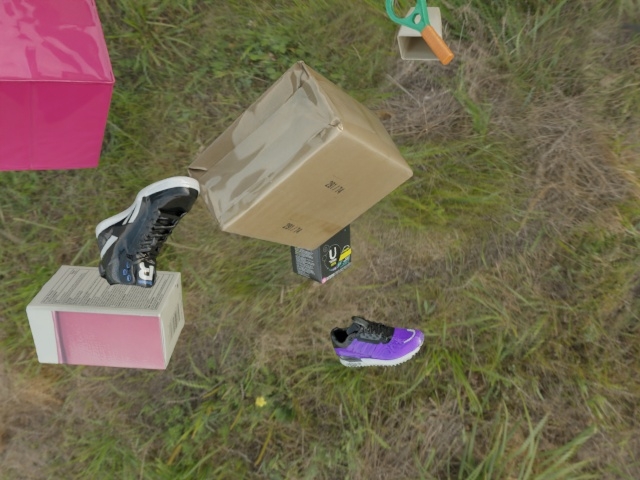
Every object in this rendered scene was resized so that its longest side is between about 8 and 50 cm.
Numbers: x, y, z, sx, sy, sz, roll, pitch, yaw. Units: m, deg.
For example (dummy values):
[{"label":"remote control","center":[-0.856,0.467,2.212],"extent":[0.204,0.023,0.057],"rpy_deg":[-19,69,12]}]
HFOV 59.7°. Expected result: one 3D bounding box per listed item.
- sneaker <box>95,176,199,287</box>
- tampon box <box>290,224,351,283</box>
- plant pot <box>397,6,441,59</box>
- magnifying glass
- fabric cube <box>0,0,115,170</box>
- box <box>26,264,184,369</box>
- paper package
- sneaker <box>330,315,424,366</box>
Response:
[{"label":"sneaker","center":[-0.242,0.002,0.808],"extent":[0.217,0.079,0.121],"rpy_deg":[-27,68,34]},{"label":"tampon box","center":[0.000,0.000,1.366],"extent":[0.102,0.120,0.160],"rpy_deg":[18,124,38]},{"label":"plant pot","center":[0.262,-0.534,1.429],"extent":[0.109,0.109,0.096],"rpy_deg":[6,77,16]},{"label":"magnifying glass","center":[0.219,-0.480,1.226],"extent":[0.092,0.026,0.230],"rpy_deg":[-45,65,38]},{"label":"fabric cube","center":[-0.538,-0.298,1.000],"extent":[0.258,0.259,0.254],"rpy_deg":[-45,58,53]},{"label":"box","center":[-0.385,0.140,1.032],"extent":[0.233,0.148,0.126],"rpy_deg":[3,118,0]},{"label":"paper package","center":[-0.030,-0.139,1.081],"extent":[0.310,0.325,0.168],"rpy_deg":[-37,67,22]},{"label":"sneaker","center":[0.149,0.282,1.622],"extent":[0.294,0.102,0.146],"rpy_deg":[-16,114,33]}]
